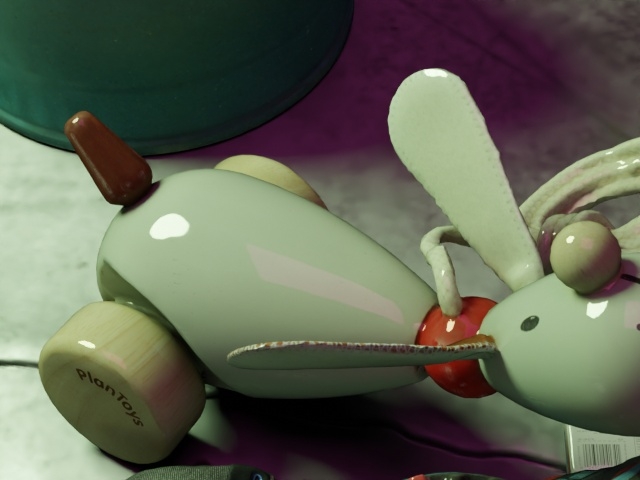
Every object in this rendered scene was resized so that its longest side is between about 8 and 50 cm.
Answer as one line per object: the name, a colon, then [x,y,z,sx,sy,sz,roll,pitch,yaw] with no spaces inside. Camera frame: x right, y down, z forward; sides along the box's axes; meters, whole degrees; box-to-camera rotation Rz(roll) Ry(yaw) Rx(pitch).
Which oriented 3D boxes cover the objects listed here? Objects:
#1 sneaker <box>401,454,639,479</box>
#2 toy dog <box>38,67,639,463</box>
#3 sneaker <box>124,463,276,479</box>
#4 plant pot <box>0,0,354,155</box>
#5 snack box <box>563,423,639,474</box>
sneaker: [0.086,0.150,0.560,0.262,0.125,0.104,-6,71,-22]
toy dog: [0.000,0.000,0.604,0.334,0.161,0.220,-14,34,25]
sneaker: [-0.018,0.162,0.588,0.217,0.079,0.121,18,49,12]
plant pot: [-0.115,-0.235,0.794,0.272,0.255,0.271,-1,51,1]
snack box: [0.211,0.094,0.670,0.178,0.022,0.064,1,51,2]
